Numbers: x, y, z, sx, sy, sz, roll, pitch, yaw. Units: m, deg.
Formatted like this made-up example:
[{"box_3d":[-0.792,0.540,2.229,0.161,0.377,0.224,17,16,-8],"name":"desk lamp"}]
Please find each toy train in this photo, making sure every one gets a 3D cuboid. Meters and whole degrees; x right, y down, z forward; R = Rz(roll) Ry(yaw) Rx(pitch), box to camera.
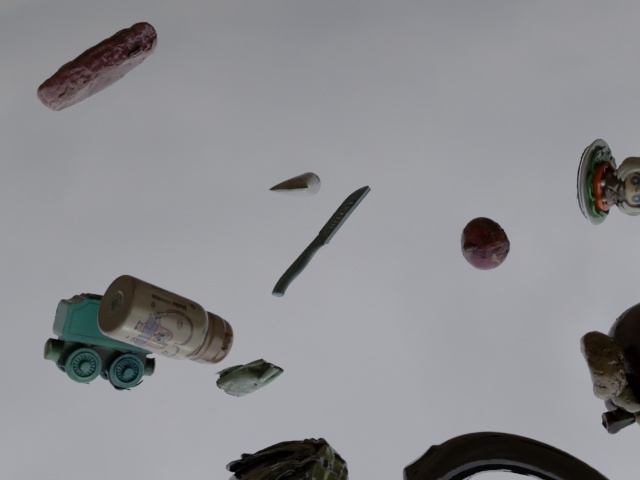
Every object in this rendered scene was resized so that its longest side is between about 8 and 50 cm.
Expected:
[{"box_3d":[-0.370,0.171,1.894,0.198,0.154,0.107,13,178,-26],"name":"toy train"}]

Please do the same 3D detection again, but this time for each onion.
[{"box_3d":[0.319,0.007,2.167,0.097,0.107,0.107,-7,-166,-38],"name":"onion"}]

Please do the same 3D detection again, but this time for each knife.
[{"box_3d":[0.000,0.000,1.598,0.210,0.015,0.028,-50,-152,-6],"name":"knife"}]

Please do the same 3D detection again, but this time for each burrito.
[{"box_3d":[-0.128,0.249,2.021,0.118,0.074,0.044,-23,-135,29],"name":"burrito"}]

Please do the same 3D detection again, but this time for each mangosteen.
[{"box_3d":[0.564,0.223,1.833,0.265,0.228,0.228,-46,-152,-9],"name":"mangosteen"}]

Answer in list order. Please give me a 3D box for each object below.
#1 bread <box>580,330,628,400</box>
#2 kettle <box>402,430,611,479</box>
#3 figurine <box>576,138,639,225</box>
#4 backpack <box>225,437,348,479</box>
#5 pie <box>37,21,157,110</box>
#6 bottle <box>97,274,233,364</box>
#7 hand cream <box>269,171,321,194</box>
[{"box_3d":[0.450,0.192,1.747,0.060,0.082,0.113,-12,-119,6],"name":"bread"},{"box_3d":[0.179,0.313,0.987,0.290,0.268,0.207,21,-174,13],"name":"kettle"},{"box_3d":[0.464,-0.083,1.589,0.154,0.132,0.132,4,-158,35],"name":"figurine"},{"box_3d":[-0.074,0.426,1.860,0.253,0.140,0.207,-33,-168,14],"name":"backpack"},{"box_3d":[-0.300,-0.234,1.487,0.182,0.049,0.182,-33,-173,5],"name":"pie"},{"box_3d":[-0.233,0.130,1.690,0.209,0.097,0.110,26,165,-37],"name":"bottle"},{"box_3d":[-0.034,-0.095,1.892,0.067,0.042,0.194,2,-175,11],"name":"hand cream"}]
